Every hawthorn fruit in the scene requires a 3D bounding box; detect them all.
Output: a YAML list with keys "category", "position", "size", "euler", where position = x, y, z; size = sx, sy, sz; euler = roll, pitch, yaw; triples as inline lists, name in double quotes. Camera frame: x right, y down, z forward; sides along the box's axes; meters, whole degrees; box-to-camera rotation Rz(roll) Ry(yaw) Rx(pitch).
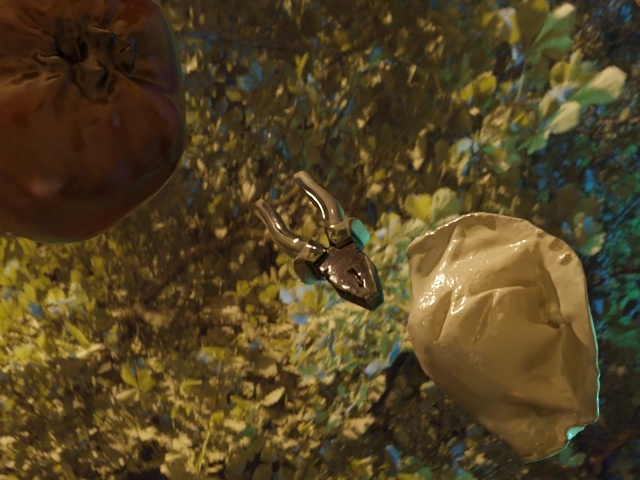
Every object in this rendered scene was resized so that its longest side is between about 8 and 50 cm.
- category: "hawthorn fruit"
  position: [-0.211, -0.090, 0.705]
  size: [0.199, 0.251, 0.199]
  euler: [12, -111, -34]

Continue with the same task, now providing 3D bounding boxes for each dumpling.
- category: "dumpling"
  position: [0.137, 0.057, 0.703]
  size: [0.181, 0.155, 0.111]
  euler: [47, -144, 6]

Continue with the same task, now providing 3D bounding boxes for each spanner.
- category: "spanner"
  position: [0.000, 0.000, 1.092]
  size: [0.096, 0.325, 0.040]
  euler: [-38, -60, -2]

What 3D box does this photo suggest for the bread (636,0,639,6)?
- category: "bread"
  position: [0.222, -0.177, 0.563]
  size: [0.080, 0.084, 0.109]
  euler: [-25, -78, 17]
